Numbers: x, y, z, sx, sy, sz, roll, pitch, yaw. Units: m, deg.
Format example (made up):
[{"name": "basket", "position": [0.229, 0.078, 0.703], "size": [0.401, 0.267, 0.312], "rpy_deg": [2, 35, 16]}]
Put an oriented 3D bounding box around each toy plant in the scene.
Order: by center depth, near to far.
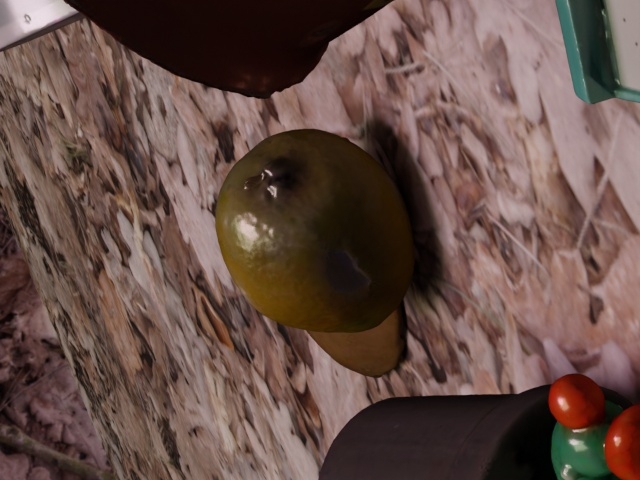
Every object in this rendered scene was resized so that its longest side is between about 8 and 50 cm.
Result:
[{"name": "toy plant", "position": [0.176, 0.196, 1.082], "size": [0.400, 0.185, 0.279], "rpy_deg": [0, 101, 52]}]

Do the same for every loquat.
[{"name": "loquat", "position": [0.000, 0.000, 1.373], "size": [0.152, 0.152, 0.195], "rpy_deg": [45, 173, 49]}]

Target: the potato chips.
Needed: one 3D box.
[{"name": "potato chips", "position": [0.004, 0.034, 1.539], "size": [0.195, 0.062, 0.208], "rpy_deg": [42, 145, 48]}]

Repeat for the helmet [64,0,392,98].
[{"name": "helmet", "position": [-0.001, -0.269, 0.896], "size": [0.337, 0.230, 0.385], "rpy_deg": [63, -155, -12]}]

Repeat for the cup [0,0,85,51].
[{"name": "cup", "position": [-0.139, -0.313, 1.168], "size": [0.259, 0.357, 0.274], "rpy_deg": [-16, 103, 37]}]

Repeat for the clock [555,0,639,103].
[{"name": "clock", "position": [0.192, -0.187, 0.749], "size": [0.231, 0.116, 0.262], "rpy_deg": [20, 130, 59]}]
